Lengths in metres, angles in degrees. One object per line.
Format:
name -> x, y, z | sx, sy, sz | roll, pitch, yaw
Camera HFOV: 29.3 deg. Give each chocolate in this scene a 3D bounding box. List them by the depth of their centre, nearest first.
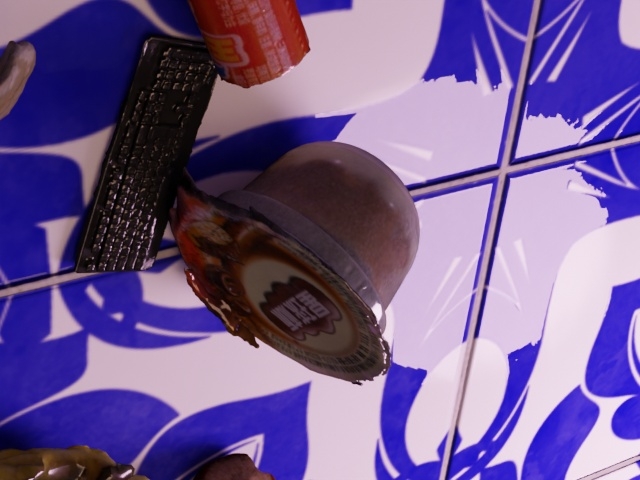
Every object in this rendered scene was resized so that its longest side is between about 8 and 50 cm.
chocolate -> -0.005, -0.005, 0.953 | 0.147, 0.221, 0.221 | -58, 143, -28

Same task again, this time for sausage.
sausage -> -0.077, -0.222, 0.781 | 0.074, 0.074, 0.274 | -33, 135, -11

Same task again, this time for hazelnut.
hazelnut -> -0.081, 0.237, 1.128 | 0.086, 0.086, 0.086 | -19, 131, -24

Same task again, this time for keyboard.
keyboard -> -0.126, -0.058, 0.911 | 0.074, 0.015, 0.196 | 3, 120, -38

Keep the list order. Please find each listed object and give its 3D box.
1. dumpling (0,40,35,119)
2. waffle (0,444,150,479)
dumpling -> -0.315, -0.013, 0.699 | 0.332, 0.166, 0.086 | -41, 93, 15
waffle -> -0.314, 0.324, 1.010 | 0.382, 0.095, 0.379 | -7, 126, -35
